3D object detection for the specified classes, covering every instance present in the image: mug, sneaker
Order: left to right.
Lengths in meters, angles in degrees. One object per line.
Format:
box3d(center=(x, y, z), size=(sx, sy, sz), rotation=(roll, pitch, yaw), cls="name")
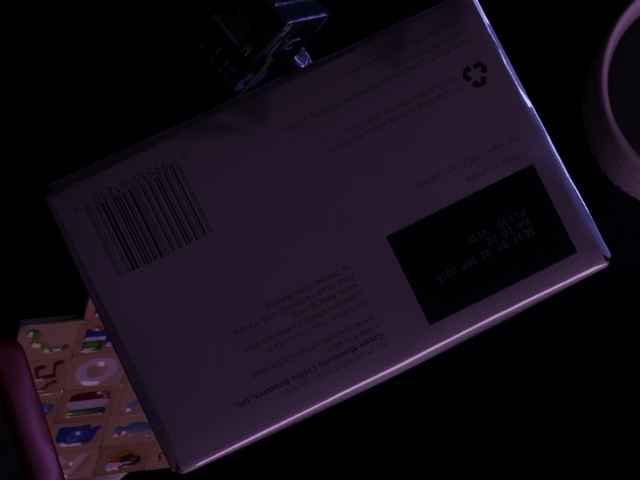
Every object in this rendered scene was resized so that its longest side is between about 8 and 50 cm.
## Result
box3d(center=(-0.028, -0.130, 1.474), size=(0.057, 0.047, 0.119), rotation=(-28, 168, 2), cls="sneaker")
box3d(center=(0.487, -0.217, 2.288), size=(0.328, 0.276, 0.374), rotation=(78, 33, -83), cls="mug")

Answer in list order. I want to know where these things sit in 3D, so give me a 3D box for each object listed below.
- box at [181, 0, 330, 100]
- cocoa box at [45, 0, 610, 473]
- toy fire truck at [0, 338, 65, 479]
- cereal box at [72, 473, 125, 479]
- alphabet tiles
box3d(center=(-0.047, -0.150, 1.298), size=(0.083, 0.052, 0.062), rotation=(-47, 166, 31), cls="box")
box3d(center=(0.000, 0.000, 1.367), size=(0.347, 0.231, 0.228), rotation=(-26, 178, -5), cls="cocoa box")
box3d(center=(-0.297, 0.269, 1.566), size=(0.169, 0.302, 0.254), rotation=(3, 145, -41), cls="toy fire truck")
box3d(center=(-0.207, 0.226, 2.198), size=(0.240, 0.047, 0.173), rotation=(-43, 180, 14), cls="cereal box")
box3d(center=(-0.167, 0.133, 1.733), size=(0.285, 0.011, 0.342), rotation=(-5, 143, -23), cls="alphabet tiles")
